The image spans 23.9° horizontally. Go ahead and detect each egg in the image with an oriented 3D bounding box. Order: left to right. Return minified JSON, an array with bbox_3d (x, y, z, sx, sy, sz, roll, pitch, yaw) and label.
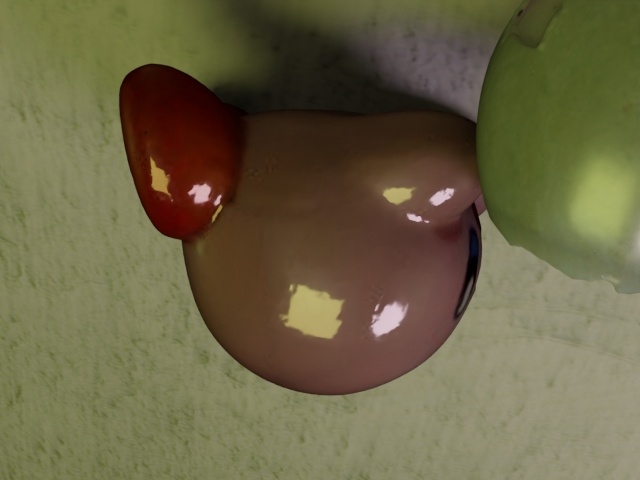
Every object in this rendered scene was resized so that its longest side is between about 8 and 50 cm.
[{"bbox_3d":[0.194,-0.087,0.947,0.183,0.183,0.217,20,107,3],"label":"egg"}]

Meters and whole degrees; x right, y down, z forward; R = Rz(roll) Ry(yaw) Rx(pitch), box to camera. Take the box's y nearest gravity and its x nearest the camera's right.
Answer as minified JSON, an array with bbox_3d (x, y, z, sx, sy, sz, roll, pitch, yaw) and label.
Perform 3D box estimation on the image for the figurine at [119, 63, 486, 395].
[{"bbox_3d":[-0.008,0.004,1.099,0.261,0.211,0.270,9,179,8],"label":"figurine"}]
